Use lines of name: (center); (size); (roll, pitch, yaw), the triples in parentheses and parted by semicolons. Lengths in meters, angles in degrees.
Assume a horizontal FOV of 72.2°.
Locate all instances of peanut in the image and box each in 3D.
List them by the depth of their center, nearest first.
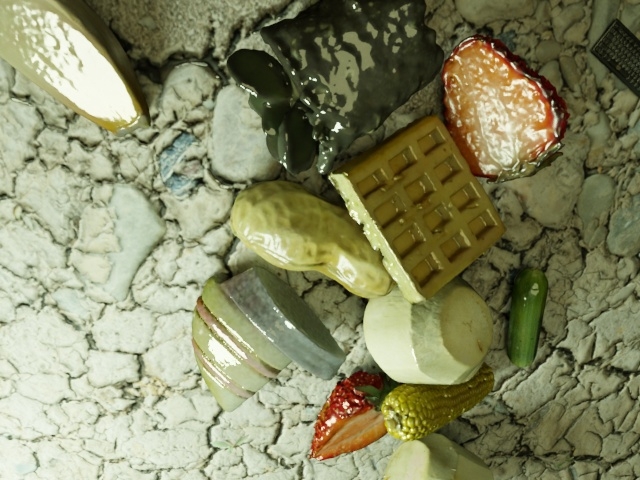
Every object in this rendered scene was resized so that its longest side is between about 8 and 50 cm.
peanut: (0.000, 0.000, 0.730); (0.306, 0.147, 0.146); (21, 107, -16)

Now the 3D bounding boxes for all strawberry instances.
strawberry: (0.294, -0.218, 0.704); (0.111, 0.190, 0.236); (-36, 104, -37)
strawberry: (0.071, 0.364, 0.913); (0.175, 0.098, 0.228); (17, 119, -30)

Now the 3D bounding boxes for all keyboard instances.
keyboard: (0.555, -0.298, 0.764); (0.198, 0.010, 0.063); (29, 106, -17)

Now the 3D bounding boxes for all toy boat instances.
toy boat: (-0.129, 0.186, 0.811); (0.294, 0.111, 0.275); (-25, 106, 13)

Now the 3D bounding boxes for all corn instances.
corn: (0.227, 0.305, 0.853); (0.311, 0.101, 0.101); (-5, 116, -42)

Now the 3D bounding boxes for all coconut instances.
coconut: (0.181, 0.157, 0.791); (0.202, 0.222, 0.202); (7, 77, -31)
coconut: (0.257, 0.548, 0.942); (0.242, 0.241, 0.241); (-3, 112, -7)

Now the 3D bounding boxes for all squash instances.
squash: (0.420, 0.159, 0.896); (0.066, 0.066, 0.228); (-7, 113, -5)

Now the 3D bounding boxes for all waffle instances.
waffle: (0.164, -0.056, 0.701); (0.221, 0.055, 0.247); (-36, 95, -23)

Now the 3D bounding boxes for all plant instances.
plant: (0.018, -0.236, 0.620); (0.276, 0.188, 0.198); (-33, 115, 3)

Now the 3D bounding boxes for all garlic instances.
garlic: (-0.357, -0.273, 0.592); (0.143, 0.112, 0.318); (-26, 121, 27)
